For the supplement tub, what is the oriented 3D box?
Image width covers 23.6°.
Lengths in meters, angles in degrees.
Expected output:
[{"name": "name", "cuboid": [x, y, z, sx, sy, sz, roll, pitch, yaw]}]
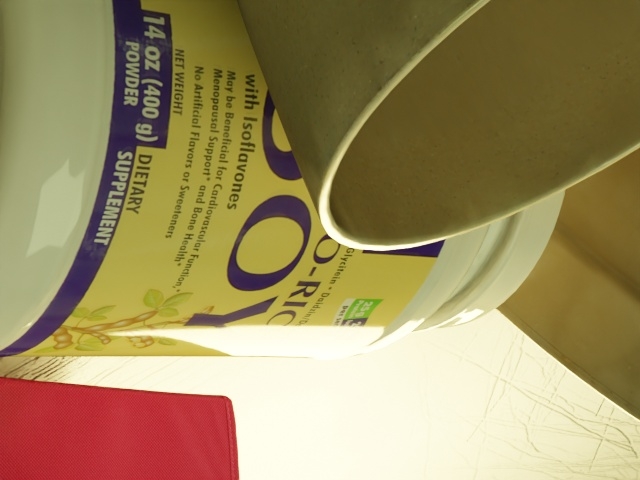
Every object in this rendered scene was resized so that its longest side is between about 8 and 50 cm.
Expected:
[{"name": "supplement tub", "cuboid": [-0.058, -0.058, 0.787, 0.331, 0.241, 0.241, 3, 139, -39]}]

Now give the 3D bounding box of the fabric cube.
[{"name": "fabric cube", "cuboid": [-0.228, 0.239, 1.042, 0.258, 0.259, 0.254, 11, 158, -44]}]

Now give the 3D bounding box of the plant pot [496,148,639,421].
[{"name": "plant pot", "cuboid": [0.276, -0.043, 1.026, 0.323, 0.323, 0.280, 15, 115, -48]}]

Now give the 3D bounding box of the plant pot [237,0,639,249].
[{"name": "plant pot", "cuboid": [0.048, -0.180, 0.621, 0.256, 0.274, 0.256, -27, 162, -9]}]
